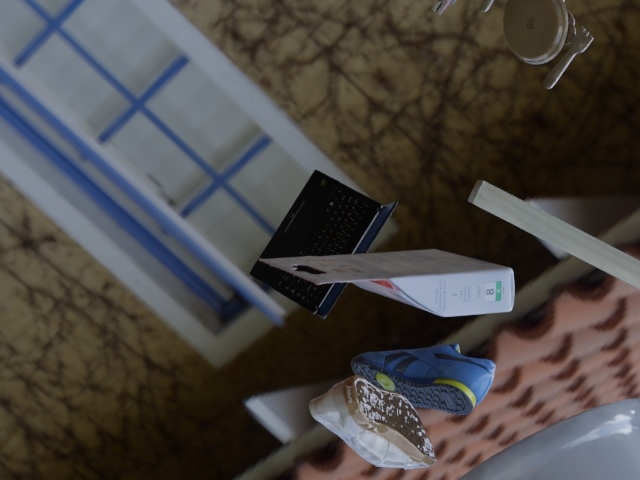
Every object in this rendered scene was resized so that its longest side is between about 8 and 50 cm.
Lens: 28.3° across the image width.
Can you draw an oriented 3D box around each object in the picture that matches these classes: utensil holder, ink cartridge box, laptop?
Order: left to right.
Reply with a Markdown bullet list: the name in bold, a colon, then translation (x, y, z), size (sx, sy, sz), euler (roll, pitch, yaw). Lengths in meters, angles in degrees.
- **laptop**: translation (0.000, 0.000, 2.237), size (0.264, 0.136, 0.234), euler (30, -95, 33)
- **ink cartridge box**: translation (0.068, 0.048, 1.375), size (0.225, 0.056, 0.181), euler (-5, -171, -22)
- **utensil holder**: translation (0.398, 0.464, 1.760), size (0.328, 0.385, 0.327), euler (-21, 157, -9)

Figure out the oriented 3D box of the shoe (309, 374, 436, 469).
- **shoe**: translation (0.061, 0.201, 1.379), size (0.058, 0.219, 0.076), euler (-26, -125, 18)

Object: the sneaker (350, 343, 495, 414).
- **sneaker**: translation (0.137, 0.172, 1.683), size (0.209, 0.069, 0.082), euler (6, -135, 41)

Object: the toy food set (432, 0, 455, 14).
- **toy food set**: translation (0.139, -0.268, 1.263), size (0.078, 0.019, 0.122), euler (-49, 176, -35)

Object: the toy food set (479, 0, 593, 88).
- **toy food set**: translation (0.331, -0.331, 1.917), size (0.039, 0.192, 0.132), euler (-12, 149, -40)

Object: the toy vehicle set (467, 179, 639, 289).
- **toy vehicle set**: translation (0.337, -0.010, 1.805), size (0.035, 0.267, 0.166), euler (-63, 178, 5)
